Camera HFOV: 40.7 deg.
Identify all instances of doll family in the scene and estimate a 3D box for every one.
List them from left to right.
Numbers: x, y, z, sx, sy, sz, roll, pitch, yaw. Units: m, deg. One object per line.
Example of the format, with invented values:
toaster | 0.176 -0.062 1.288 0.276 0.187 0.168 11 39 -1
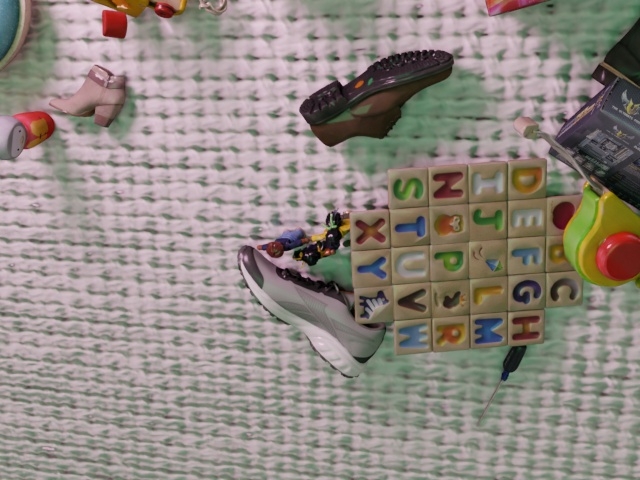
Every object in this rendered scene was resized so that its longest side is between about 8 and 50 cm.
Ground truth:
doll family | 0.000 0.000 1.292 0.193 0.111 0.076 -22 102 19

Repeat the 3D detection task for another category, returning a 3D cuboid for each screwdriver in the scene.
screwdriver | 0.283 0.230 1.351 0.025 0.024 0.170 32 117 32

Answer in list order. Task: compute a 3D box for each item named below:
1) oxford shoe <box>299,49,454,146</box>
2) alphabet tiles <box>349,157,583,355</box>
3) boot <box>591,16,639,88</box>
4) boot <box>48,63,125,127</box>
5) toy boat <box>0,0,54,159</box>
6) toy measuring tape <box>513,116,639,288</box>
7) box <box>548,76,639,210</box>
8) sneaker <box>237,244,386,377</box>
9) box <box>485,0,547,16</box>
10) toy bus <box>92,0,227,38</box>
oxford shoe | 0.091 -0.201 1.233 0.227 0.083 0.096 -22 121 19
alphabet tiles | 0.216 0.028 1.253 0.342 0.011 0.285 -4 107 -4
boot | 0.480 -0.221 1.133 0.198 0.077 0.137 32 107 0
boot | -0.359 -0.231 1.341 0.118 0.042 0.087 20 105 5
toy boat | -0.524 -0.273 1.304 0.267 0.148 0.318 -28 99 20
toy measuring tape | 0.351 -0.029 1.173 0.330 0.121 0.121 37 113 -22
box | 0.436 -0.101 1.122 0.232 0.183 0.059 31 78 2
sneaker | -0.015 0.092 1.343 0.271 0.100 0.108 39 101 -7
box | 0.256 -0.350 1.039 0.128 0.257 0.123 -13 103 17
toy bus | -0.268 -0.374 1.234 0.104 0.191 0.202 -10 110 61
